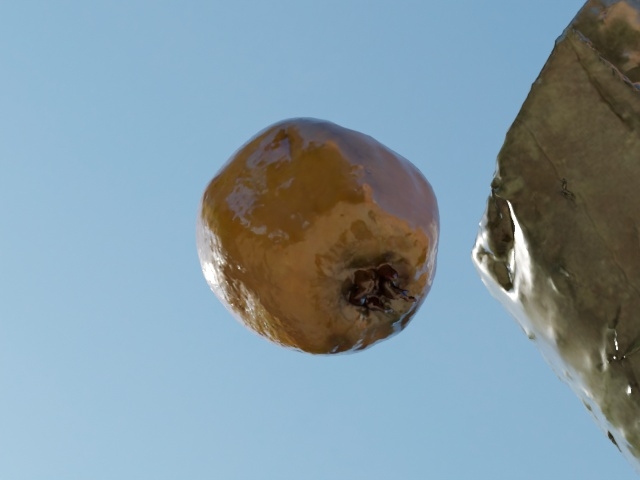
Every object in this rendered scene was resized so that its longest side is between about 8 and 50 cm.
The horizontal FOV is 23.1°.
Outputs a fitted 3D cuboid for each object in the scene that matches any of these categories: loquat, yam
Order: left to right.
[{"bbox_3d":[0.000,0.000,1.273,0.176,0.234,0.187,27,-84,-47],"label":"loquat"},{"bbox_3d":[0.188,0.033,0.706,0.304,0.168,0.168,52,-55,20],"label":"yam"}]
